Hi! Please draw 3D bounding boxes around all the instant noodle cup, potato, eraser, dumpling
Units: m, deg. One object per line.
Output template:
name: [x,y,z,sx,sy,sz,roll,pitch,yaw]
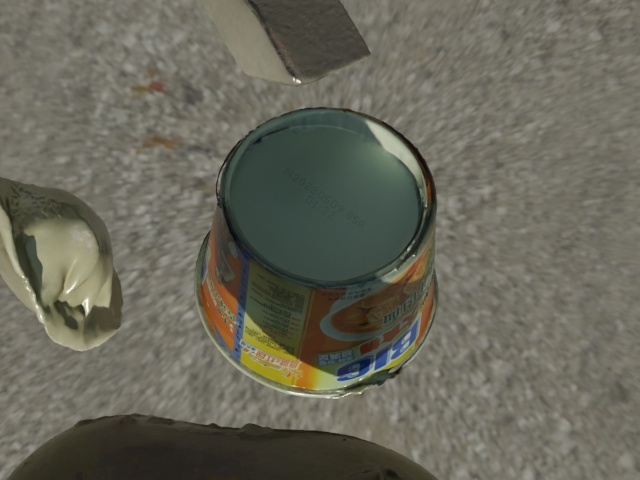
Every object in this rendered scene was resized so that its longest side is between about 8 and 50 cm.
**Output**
instant noodle cup: [0.000,0.000,1.578,0.296,0.214,0.296,1,60,-3]
potato: [-0.057,0.196,0.807,0.308,0.210,0.173,-4,123,15]
eraser: [-0.089,-0.310,1.512,0.111,0.077,0.352,-26,82,-38]
dumpling: [-0.279,0.026,1.490,0.126,0.215,0.166,-9,52,-6]
